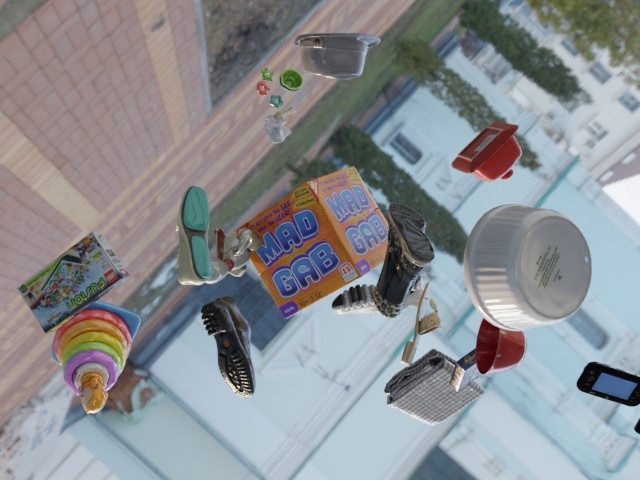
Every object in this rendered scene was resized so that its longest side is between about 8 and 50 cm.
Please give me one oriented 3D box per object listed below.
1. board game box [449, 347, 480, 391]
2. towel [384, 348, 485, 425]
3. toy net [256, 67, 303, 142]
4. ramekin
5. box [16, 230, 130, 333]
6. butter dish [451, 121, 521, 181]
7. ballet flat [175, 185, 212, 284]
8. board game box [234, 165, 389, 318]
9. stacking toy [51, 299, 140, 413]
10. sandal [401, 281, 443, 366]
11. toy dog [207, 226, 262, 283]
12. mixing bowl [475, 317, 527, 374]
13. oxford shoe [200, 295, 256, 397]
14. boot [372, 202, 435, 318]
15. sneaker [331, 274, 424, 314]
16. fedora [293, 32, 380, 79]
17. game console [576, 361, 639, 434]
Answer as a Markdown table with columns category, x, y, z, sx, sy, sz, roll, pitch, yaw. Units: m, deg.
| category | x | y | z | sx | sy | sz | roll | pitch | yaw |
| --- | --- | --- | --- | --- | --- | --- | --- | --- | --- |
| board game box | 0.538 | 0.384 | 2.232 | 0.243 | 0.042 | 0.165 | -30 | 149 | -19 |
| towel | 0.402 | 0.519 | 2.422 | 0.284 | 0.235 | 0.121 | -44 | -153 | 26 |
| toy net | -0.123 | -0.384 | 1.903 | 0.045 | 0.122 | 0.232 | 141 | -40 | -58 |
| ramekin | 0.440 | 0.055 | 1.405 | 0.273 | 0.273 | 0.127 | -48 | -161 | -21 |
| box | -0.499 | 0.084 | 1.371 | 0.207 | 0.114 | 0.036 | -35 | 176 | 10 |
| butter dish | 0.418 | -0.194 | 1.630 | 0.160 | 0.118 | 0.160 | -44 | -165 | 4 |
| ballet flat | -0.307 | -0.009 | 1.596 | 0.086 | 0.086 | 0.248 | 135 | -45 | -54 |
| board game box | 0.000 | 0.000 | 2.386 | 0.356 | 0.356 | 0.357 | -31 | 177 | 32 |
| stacking toy | -0.471 | 0.261 | 1.404 | 0.175 | 0.166 | 0.302 | -64 | -156 | 13 |
| sandal | 0.300 | 0.242 | 1.889 | 0.239 | 0.079 | 0.088 | -71 | 160 | -4 |
| toy dog | -0.316 | 0.032 | 2.162 | 0.220 | 0.161 | 0.333 | -54 | 173 | -2 |
| mixing bowl | 0.499 | 0.282 | 1.848 | 0.181 | 0.098 | 0.181 | -170 | -90 | -86 |
| oxford shoe | -0.174 | 0.225 | 1.454 | 0.083 | 0.227 | 0.096 | -7 | -167 | 30 |
| boot | 0.162 | 0.038 | 1.467 | 0.236 | 0.085 | 0.178 | -100 | -151 | -58 |
| sneaker | 0.180 | 0.189 | 2.081 | 0.292 | 0.118 | 0.110 | -14 | -152 | 10 |
| fedora | 0.046 | -0.572 | 2.128 | 0.244 | 0.276 | 0.124 | -18 | 113 | -70 |
| game console | 0.907 | 0.449 | 1.945 | 0.044 | 0.362 | 0.213 | -83 | -169 | -72 |
